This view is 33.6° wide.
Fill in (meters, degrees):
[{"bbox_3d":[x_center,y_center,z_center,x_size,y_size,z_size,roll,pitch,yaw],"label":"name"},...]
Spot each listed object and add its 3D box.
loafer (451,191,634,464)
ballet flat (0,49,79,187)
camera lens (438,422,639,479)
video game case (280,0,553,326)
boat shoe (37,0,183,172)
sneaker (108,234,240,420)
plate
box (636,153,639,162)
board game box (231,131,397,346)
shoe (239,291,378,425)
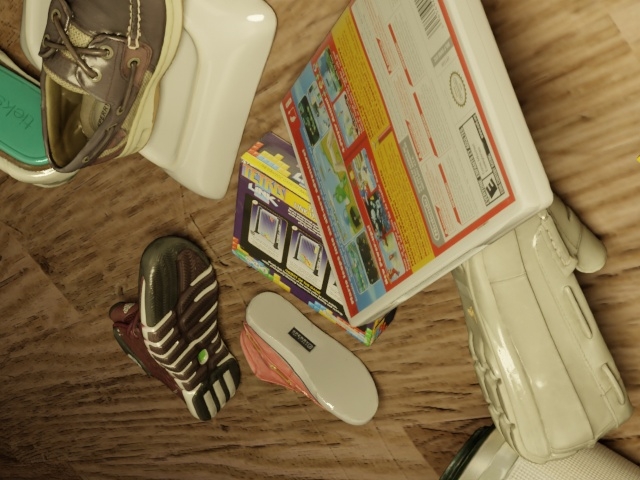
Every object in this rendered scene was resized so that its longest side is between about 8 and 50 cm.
[{"bbox_3d":[0.151,0.009,0.782,0.112,0.111,0.319,-130,21,-72],"label":"loafer"},{"bbox_3d":[-0.416,-0.190,1.160,0.400,0.139,0.139,40,146,6],"label":"ballet flat"},{"bbox_3d":[0.220,0.288,0.890,0.274,0.219,0.219,30,144,21],"label":"camera lens"},{"bbox_3d":[0.050,-0.069,0.752,0.285,0.025,0.204,-43,62,63],"label":"video game case"},{"bbox_3d":[-0.187,-0.155,0.884,0.103,0.092,0.285,39,145,10],"label":"boat shoe"},{"bbox_3d":[-0.197,0.087,1.228,0.162,0.106,0.281,26,143,31],"label":"sneaker"},{"bbox_3d":[-0.182,-0.184,0.973,0.277,0.045,0.278,39,145,10],"label":"plate"},{"bbox_3d":[0.281,-0.022,0.643,0.169,0.054,0.059,42,147,4],"label":"box"},{"bbox_3d":[0.000,0.000,0.973,0.170,0.048,0.141,34,143,17],"label":"board game box"},{"bbox_3d":[-0.015,0.136,1.125,0.178,0.063,0.081,43,148,13],"label":"shoe"}]
